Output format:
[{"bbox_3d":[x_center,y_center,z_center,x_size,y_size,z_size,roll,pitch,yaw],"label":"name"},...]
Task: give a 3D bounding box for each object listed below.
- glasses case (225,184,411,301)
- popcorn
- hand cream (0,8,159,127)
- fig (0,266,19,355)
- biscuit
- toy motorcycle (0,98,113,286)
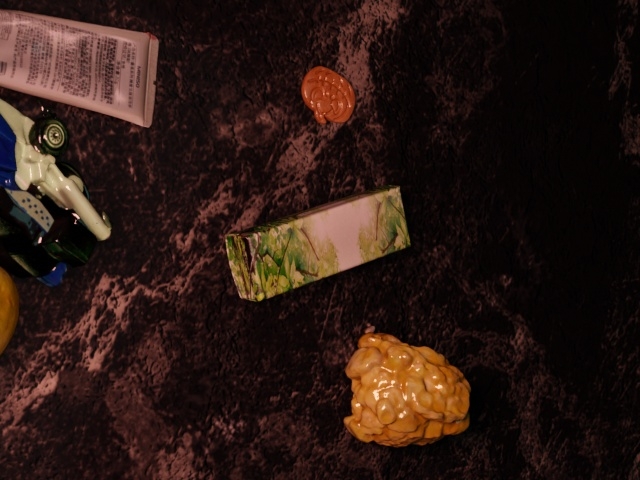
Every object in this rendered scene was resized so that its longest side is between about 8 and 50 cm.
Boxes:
[{"bbox_3d":[0.000,0.000,1.828,0.272,0.062,0.095,-18,103,-34],"label":"glasses case"},{"bbox_3d":[0.121,0.221,1.855,0.194,0.140,0.163,39,61,-25],"label":"popcorn"},{"bbox_3d":[-0.344,-0.226,1.611,0.340,0.077,0.124,9,82,-42],"label":"hand cream"},{"bbox_3d":[-0.411,0.080,1.482,0.144,0.154,0.166,-10,48,-25],"label":"fig"},{"bbox_3d":[0.011,-0.204,1.876,0.091,0.015,0.078,26,73,-31],"label":"biscuit"},{"bbox_3d":[-0.387,-0.081,1.491,0.331,0.125,0.196,49,48,-32],"label":"toy motorcycle"}]
